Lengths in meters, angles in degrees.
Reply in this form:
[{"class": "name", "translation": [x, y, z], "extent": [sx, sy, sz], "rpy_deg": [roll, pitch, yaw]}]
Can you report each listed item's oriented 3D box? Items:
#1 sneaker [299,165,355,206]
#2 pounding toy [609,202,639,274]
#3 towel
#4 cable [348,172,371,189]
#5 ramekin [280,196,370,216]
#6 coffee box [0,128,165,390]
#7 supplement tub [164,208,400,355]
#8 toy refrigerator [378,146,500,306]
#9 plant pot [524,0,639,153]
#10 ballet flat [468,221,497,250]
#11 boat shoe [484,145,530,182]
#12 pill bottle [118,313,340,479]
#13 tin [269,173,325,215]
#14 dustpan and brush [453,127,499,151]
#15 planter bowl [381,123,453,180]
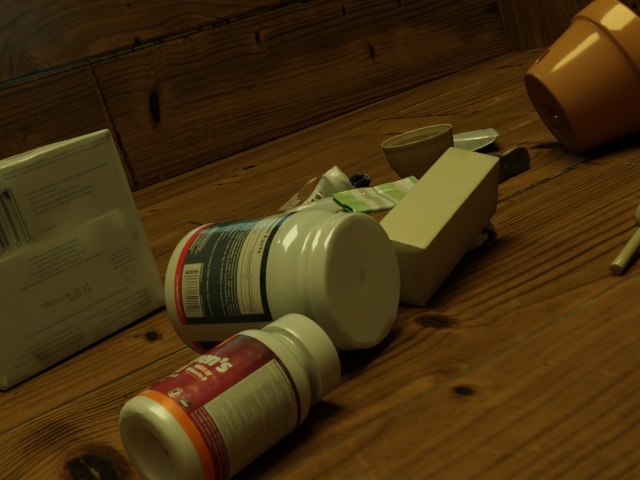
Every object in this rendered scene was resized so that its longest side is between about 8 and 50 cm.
[{"class": "sneaker", "translation": [0.003, -0.058, 1.578], "extent": [0.115, 0.090, 0.232], "rpy_deg": [-30, -16, -18]}, {"class": "pounding toy", "translation": [0.496, -0.029, 1.010], "extent": [0.237, 0.110, 0.183], "rpy_deg": [-44, 3, 45]}, {"class": "towel", "translation": [0.106, -0.074, 1.343], "extent": [0.152, 0.023, 0.113], "rpy_deg": [-11, 18, -16]}, {"class": "cable", "translation": [0.024, -0.117, 1.948], "extent": [0.150, 0.047, 0.184], "rpy_deg": [-5, 19, 39]}, {"class": "ramekin", "translation": [0.000, 0.000, 1.412], "extent": [0.207, 0.109, 0.207], "rpy_deg": [-16, 14, 4]}, {"class": "coffee box", "translation": [-0.541, 0.024, 1.489], "extent": [0.337, 0.338, 0.334], "rpy_deg": [-28, 17, -37]}, {"class": "supplement tub", "translation": [-0.053, 0.060, 1.080], "extent": [0.272, 0.191, 0.191], "rpy_deg": [-6, 18, 37]}, {"class": "toy refrigerator", "translation": [0.169, -0.029, 1.204], "extent": [0.094, 0.102, 0.269], "rpy_deg": [16, 40, 27]}, {"class": "plant pot", "translation": [0.551, -0.311, 1.653], "extent": [0.203, 0.291, 0.291], "rpy_deg": [-33, 14, 3]}, {"class": "ballet flat", "translation": [0.197, 0.003, 1.284], "extent": [0.168, 0.057, 0.052], "rpy_deg": [-19, 24, -6]}, {"class": "boat shoe", "translation": [0.346, -0.147, 1.664], "extent": [0.178, 0.064, 0.060], "rpy_deg": [-19, 8, -31]}, {"class": "pill bottle", "translation": [-0.088, 0.168, 0.857], "extent": [0.121, 0.121, 0.221], "rpy_deg": [-2, 21, 46]}, {"class": "tin", "translation": [-0.043, -0.067, 1.686], "extent": [0.189, 0.040, 0.106], "rpy_deg": [-41, -9, 12]}, {"class": "dustpan and brush", "translation": [0.326, -0.223, 2.001], "extent": [0.211, 0.060, 0.147], "rpy_deg": [-9, 14, 7]}, {"class": "planter bowl", "translation": [0.227, -0.185, 1.839], "extent": [0.162, 0.109, 0.162], "rpy_deg": [-16, 14, 4]}]
